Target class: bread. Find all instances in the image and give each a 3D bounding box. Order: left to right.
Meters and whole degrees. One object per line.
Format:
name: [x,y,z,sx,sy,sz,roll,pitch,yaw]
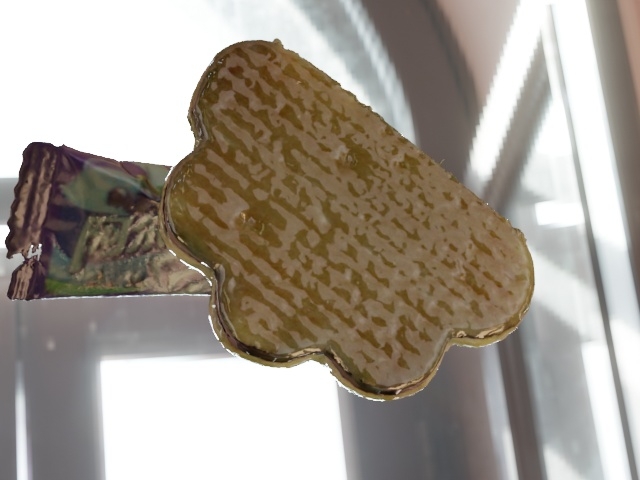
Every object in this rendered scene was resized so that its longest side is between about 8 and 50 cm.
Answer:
bread: [0.000,0.000,1.309,0.286,0.207,0.056,42,-17,2]

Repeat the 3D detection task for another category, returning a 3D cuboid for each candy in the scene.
candy: [-0.122,-0.013,1.535,0.275,0.070,0.145,0,-64,-26]
